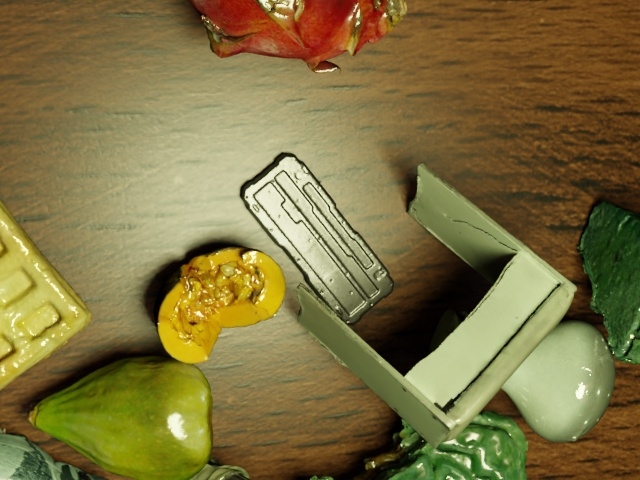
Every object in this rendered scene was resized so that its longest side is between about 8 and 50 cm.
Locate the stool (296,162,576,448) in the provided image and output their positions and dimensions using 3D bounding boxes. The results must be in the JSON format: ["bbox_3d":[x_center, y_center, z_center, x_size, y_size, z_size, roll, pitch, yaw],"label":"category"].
[{"bbox_3d":[0.146,0.088,1.228,0.270,0.170,0.243,41,74,13],"label":"stool"}]

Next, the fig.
[{"bbox_3d":[-0.243,0.236,1.246,0.234,0.167,0.167,-1,102,26],"label":"fig"}]

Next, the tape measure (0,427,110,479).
[{"bbox_3d":[-0.439,0.381,1.217,0.275,0.147,0.256,27,94,-21],"label":"tape measure"}]

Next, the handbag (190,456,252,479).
[{"bbox_3d":[-0.121,0.436,1.243,0.109,0.316,0.253,17,91,-48],"label":"handbag"}]

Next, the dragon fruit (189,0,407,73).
[{"bbox_3d":[-0.055,-0.338,1.154,0.315,0.250,0.250,5,98,-33],"label":"dragon fruit"}]

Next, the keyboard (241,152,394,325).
[{"bbox_3d":[0.000,0.000,1.330,0.106,0.016,0.262,-40,107,-5],"label":"keyboard"}]

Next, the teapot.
[{"bbox_3d":[0.290,0.183,1.364,0.251,0.183,0.183,18,94,-5],"label":"teapot"}]

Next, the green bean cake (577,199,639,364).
[{"bbox_3d":[0.454,0.061,1.363,0.107,0.208,0.193,12,107,-24],"label":"green bean cake"}]

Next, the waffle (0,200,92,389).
[{"bbox_3d":[-0.439,0.052,1.205,0.168,0.057,0.274,-37,106,-7],"label":"waffle"}]

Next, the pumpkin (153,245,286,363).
[{"bbox_3d":[-0.146,0.076,1.259,0.184,0.108,0.119,-29,112,-16],"label":"pumpkin"}]

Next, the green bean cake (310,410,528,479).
[{"bbox_3d":[0.125,0.377,1.301,0.308,0.169,0.300,9,72,-12],"label":"green bean cake"}]
